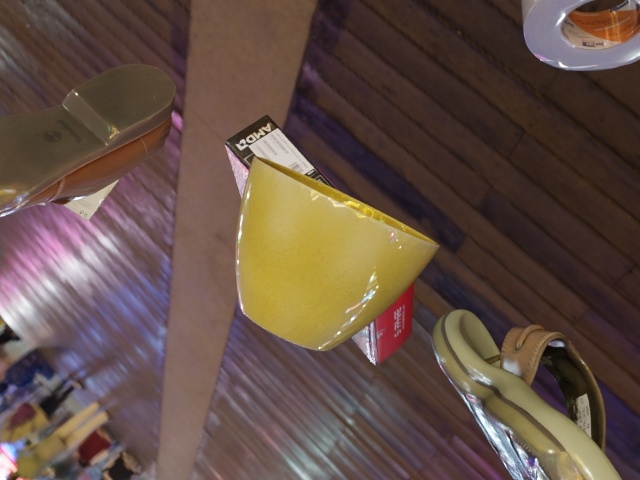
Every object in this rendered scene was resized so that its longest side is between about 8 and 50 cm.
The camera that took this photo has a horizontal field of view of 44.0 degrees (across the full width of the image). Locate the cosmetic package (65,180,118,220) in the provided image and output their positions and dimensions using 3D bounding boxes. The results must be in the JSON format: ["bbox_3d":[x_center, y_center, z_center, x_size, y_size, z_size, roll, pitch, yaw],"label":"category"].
[{"bbox_3d":[-0.271,-0.084,0.979,0.041,0.115,0.060,37,179,-22],"label":"cosmetic package"}]

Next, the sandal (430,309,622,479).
[{"bbox_3d":[0.150,0.112,0.524,0.120,0.086,0.303,57,-179,-9],"label":"sandal"}]

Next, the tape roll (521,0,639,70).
[{"bbox_3d":[0.399,-0.335,1.127,0.219,0.072,0.219,4,156,2],"label":"tape roll"}]

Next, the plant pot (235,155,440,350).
[{"bbox_3d":[-0.002,0.016,0.522,0.134,0.095,0.134,25,-174,-3],"label":"plant pot"}]

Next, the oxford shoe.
[{"bbox_3d":[-0.192,-0.046,0.543,0.076,0.212,0.076,50,151,24],"label":"oxford shoe"}]

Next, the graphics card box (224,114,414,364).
[{"bbox_3d":[0.000,0.000,1.254,0.371,0.094,0.233,47,165,26],"label":"graphics card box"}]
